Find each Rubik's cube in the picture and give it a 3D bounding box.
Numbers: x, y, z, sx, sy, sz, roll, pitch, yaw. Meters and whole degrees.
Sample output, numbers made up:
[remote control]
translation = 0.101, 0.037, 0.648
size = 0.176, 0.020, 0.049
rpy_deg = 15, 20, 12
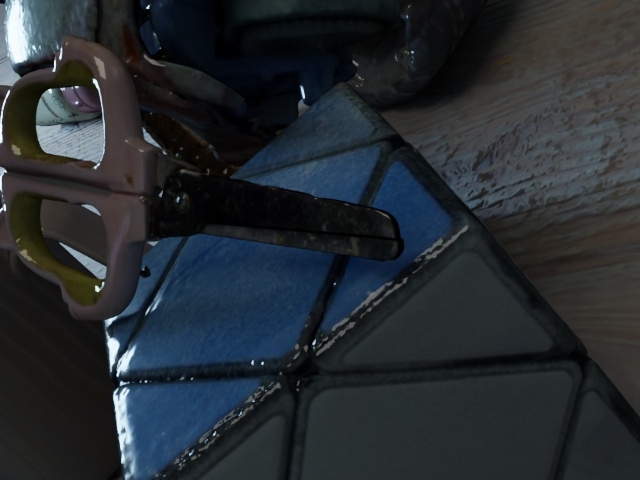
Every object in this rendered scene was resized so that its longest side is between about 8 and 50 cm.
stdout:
[Rubik's cube]
translation = 0.023, 0.073, 0.535
size = 0.205, 0.207, 0.205
rpy_deg = -39, 30, 5

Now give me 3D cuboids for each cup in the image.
[cup]
translation = -0.266, 0.063, 0.817
size = 0.288, 0.273, 0.208
rpy_deg = -42, 30, 2

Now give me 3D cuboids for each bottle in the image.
[bottle]
translation = -0.378, -0.236, 1.472
size = 0.233, 0.110, 0.110
rpy_deg = 2, 53, 49

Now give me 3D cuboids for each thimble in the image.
[thimble]
translation = 0.045, -0.253, 0.907
size = 0.236, 0.205, 0.172
rpy_deg = 5, 54, 52

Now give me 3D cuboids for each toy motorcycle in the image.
[toy motorcycle]
translation = -0.088, -0.161, 0.657
size = 0.182, 0.241, 0.319
rpy_deg = -68, 13, -1

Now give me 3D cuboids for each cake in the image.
[cake]
translation = -0.162, -0.165, 1.020
size = 0.112, 0.246, 0.135
rpy_deg = -48, 12, -6

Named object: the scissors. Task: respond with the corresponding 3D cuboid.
[scissors]
translation = -0.084, -0.022, 0.491
size = 0.317, 0.160, 0.024
rpy_deg = 12, 15, 40
